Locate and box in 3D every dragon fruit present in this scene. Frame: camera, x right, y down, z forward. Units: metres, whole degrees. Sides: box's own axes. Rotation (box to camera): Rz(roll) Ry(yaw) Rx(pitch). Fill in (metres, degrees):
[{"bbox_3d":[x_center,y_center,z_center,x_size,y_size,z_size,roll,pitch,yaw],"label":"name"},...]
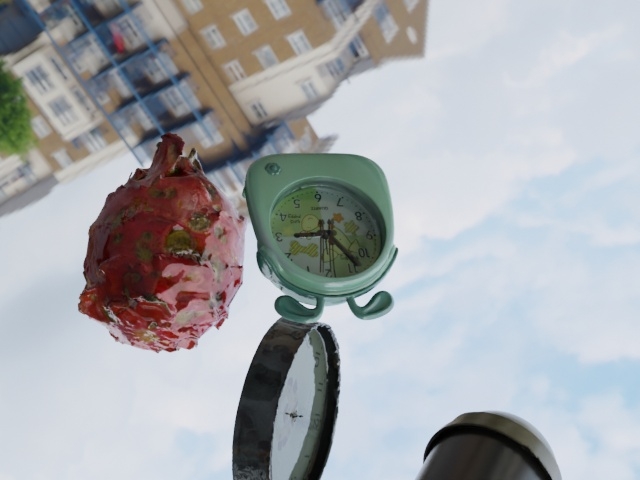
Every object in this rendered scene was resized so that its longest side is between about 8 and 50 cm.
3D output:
[{"bbox_3d":[-0.185,0.005,1.077,0.205,0.210,0.268,-10,-109,40],"label":"dragon fruit"}]

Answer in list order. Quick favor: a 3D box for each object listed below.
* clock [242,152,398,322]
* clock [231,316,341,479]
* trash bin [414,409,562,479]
[{"bbox_3d":[0.000,0.000,0.880,0.148,0.060,0.188,1,-122,-14],"label":"clock"},{"bbox_3d":[-0.044,0.269,1.348,0.061,0.312,0.312,7,-141,20],"label":"clock"},{"bbox_3d":[0.228,0.387,1.290,0.214,0.214,0.334,-13,-161,38],"label":"trash bin"}]
